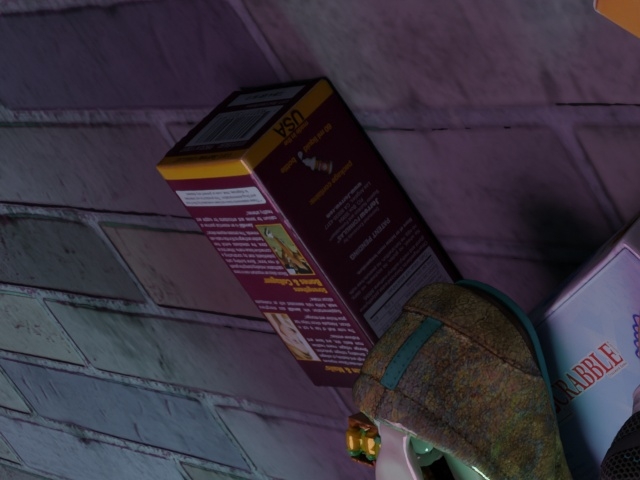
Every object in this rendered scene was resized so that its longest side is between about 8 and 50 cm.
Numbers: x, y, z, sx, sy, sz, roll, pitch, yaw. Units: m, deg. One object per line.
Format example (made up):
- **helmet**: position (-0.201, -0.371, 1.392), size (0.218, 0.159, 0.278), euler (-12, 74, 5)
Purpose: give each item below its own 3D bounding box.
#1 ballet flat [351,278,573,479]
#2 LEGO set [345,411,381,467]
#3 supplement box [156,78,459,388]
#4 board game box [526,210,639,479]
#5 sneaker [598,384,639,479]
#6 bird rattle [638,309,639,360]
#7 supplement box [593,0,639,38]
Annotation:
- **ballet flat**: position (0.103, 0.173, 1.123), size (0.123, 0.123, 0.348), euler (19, 145, 42)
- **LEGO set**: position (0.111, 0.206, 1.323), size (0.287, 0.107, 0.132), euler (34, 153, 20)
- **supplement box**: position (0.000, 0.000, 1.205), size (0.104, 0.081, 0.188), euler (0, 130, 56)
- **board game box**: position (0.240, 0.141, 1.081), size (0.318, 0.066, 0.319), euler (43, 155, 3)
- **sneaker**: position (0.208, 0.144, 0.965), size (0.166, 0.076, 0.065), euler (36, 154, 17)
- **bird rattle**: position (0.236, 0.074, 0.870), size (0.207, 0.143, 0.253), euler (23, 139, 44)
- **supplement box**: position (0.225, -0.073, 0.766), size (0.233, 0.078, 0.080), euler (36, 154, 19)
